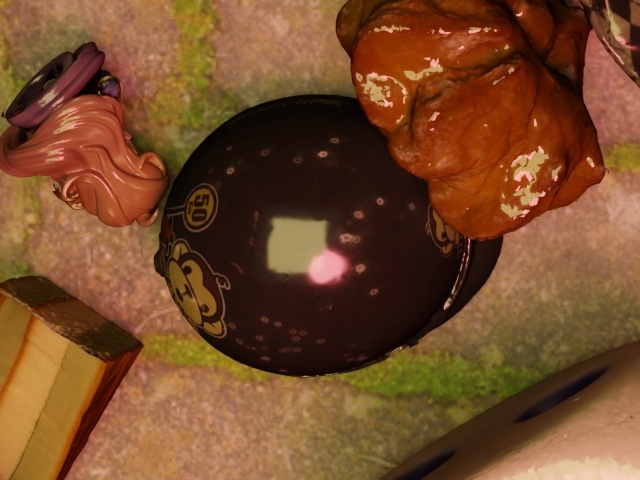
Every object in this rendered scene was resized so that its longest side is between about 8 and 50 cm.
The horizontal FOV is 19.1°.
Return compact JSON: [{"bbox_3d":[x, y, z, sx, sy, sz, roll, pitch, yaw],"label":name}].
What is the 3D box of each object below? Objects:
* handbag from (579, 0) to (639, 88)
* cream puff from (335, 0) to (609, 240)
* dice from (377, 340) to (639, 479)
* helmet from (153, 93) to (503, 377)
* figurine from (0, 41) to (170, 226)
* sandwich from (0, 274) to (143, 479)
[{"bbox_3d":[0.416,-0.193,1.369,0.416,0.180,0.316,-30,95,27],"label":"handbag"},{"bbox_3d":[0.111,-0.126,1.414,0.155,0.269,0.241,-19,128,27],"label":"cream puff"},{"bbox_3d":[0.192,0.256,1.416,0.304,0.304,0.277,-31,92,12],"label":"dice"},{"bbox_3d":[0.000,0.000,1.489,0.279,0.160,0.230,-10,94,10],"label":"helmet"},{"bbox_3d":[-0.192,-0.071,1.533,0.126,0.114,0.157,-26,95,27],"label":"figurine"},{"bbox_3d":[-0.245,0.131,1.554,0.117,0.144,0.187,33,101,6],"label":"sandwich"}]
